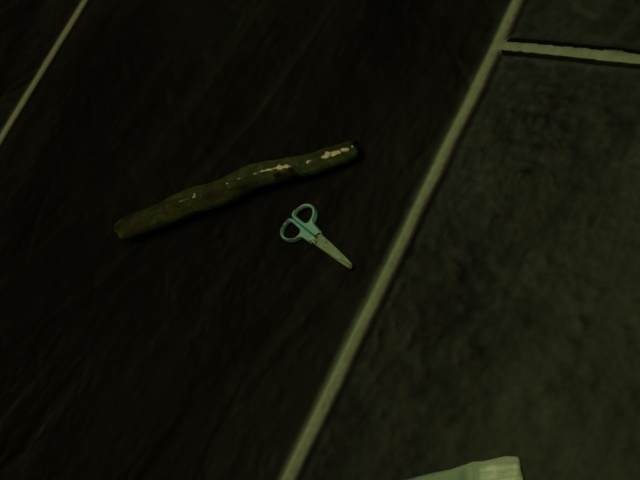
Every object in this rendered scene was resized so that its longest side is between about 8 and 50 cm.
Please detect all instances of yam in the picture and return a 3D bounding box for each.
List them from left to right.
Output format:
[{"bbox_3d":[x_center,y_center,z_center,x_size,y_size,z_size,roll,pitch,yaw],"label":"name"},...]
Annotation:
[{"bbox_3d":[-0.073,-0.043,0.826,0.234,0.029,0.027,-17,82,22],"label":"yam"}]

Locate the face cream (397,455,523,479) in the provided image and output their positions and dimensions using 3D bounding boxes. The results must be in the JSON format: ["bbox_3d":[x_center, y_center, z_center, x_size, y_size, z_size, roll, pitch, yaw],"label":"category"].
[{"bbox_3d":[-0.072,0.273,0.595,0.421,0.137,0.234,-12,55,14],"label":"face cream"}]

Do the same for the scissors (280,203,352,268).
[{"bbox_3d":[0.000,0.000,0.762,0.036,0.006,0.083,-48,48,-3],"label":"scissors"}]
